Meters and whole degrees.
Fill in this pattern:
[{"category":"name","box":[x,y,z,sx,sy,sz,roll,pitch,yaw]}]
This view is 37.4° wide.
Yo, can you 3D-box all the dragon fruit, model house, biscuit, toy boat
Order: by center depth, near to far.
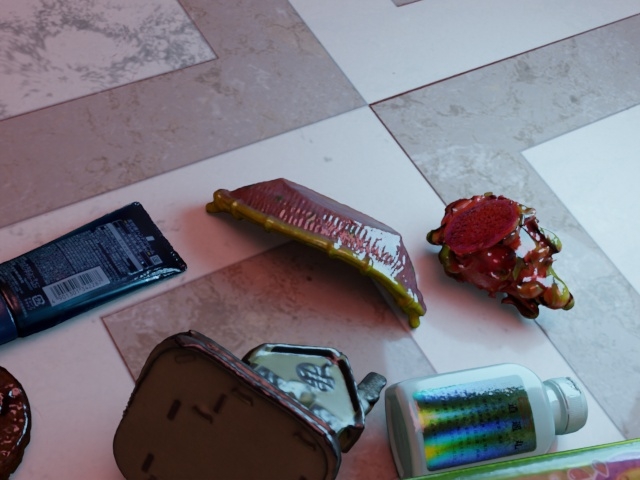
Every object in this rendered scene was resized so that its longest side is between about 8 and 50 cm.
[{"category":"biscuit","box":[-0.402,0.197,0.989,0.192,0.049,0.192,10,50,-13]},{"category":"model house","box":[-0.052,0.176,1.032,0.218,0.205,0.278,34,25,10]},{"category":"toy boat","box":[0.004,-0.005,1.198,0.317,0.099,0.141,29,13,8]},{"category":"dragon fruit","box":[0.241,0.021,1.215,0.207,0.150,0.133,40,85,8]}]

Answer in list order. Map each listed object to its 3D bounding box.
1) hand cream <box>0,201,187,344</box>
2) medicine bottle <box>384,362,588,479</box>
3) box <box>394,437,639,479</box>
[{"category":"hand cream","box":[-0.298,0.040,1.121,0.270,0.061,0.120,-27,66,-33]},{"category":"medicine bottle","box":[0.194,0.206,1.089,0.228,0.083,0.121,-7,77,-16]},{"category":"box","box":[0.219,0.294,0.989,0.345,0.097,0.134,-7,78,-8]}]
